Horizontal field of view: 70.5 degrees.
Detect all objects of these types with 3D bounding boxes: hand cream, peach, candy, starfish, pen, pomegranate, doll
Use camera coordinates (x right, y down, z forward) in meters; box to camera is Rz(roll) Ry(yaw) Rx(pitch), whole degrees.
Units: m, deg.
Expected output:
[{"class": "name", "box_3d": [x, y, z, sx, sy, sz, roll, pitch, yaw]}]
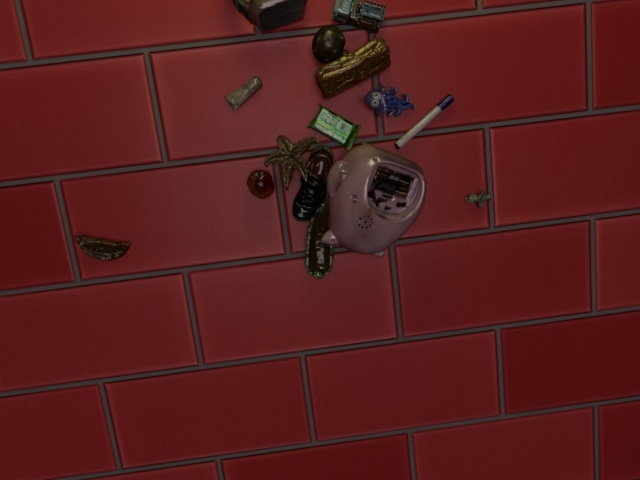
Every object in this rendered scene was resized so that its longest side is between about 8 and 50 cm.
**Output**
[{"class": "hand cream", "box_3d": [-0.273, -0.532, 1.618, 0.143, 0.039, 0.061, -37, 102, 8]}, {"class": "peach", "box_3d": [-0.217, -0.203, 1.649, 0.101, 0.101, 0.101, 0, 99, -3]}, {"class": "candy", "box_3d": [0.051, -0.414, 1.656, 0.178, 0.032, 0.102, 27, 101, -8]}, {"class": "starfish", "box_3d": [-0.099, -0.295, 1.602, 0.240, 0.043, 0.227, -25, 71, 30]}, {"class": "pen", "box_3d": [0.381, -0.435, 1.669, 0.269, 0.033, 0.033, -42, 99, 4]}, {"class": "pomegranate", "box_3d": [0.034, -0.675, 1.565, 0.130, 0.130, 0.130, 0, 99, -3]}, {"class": "doll", "box_3d": [0.248, -0.502, 1.637, 0.206, 0.067, 0.110, 3, 108, -14]}]

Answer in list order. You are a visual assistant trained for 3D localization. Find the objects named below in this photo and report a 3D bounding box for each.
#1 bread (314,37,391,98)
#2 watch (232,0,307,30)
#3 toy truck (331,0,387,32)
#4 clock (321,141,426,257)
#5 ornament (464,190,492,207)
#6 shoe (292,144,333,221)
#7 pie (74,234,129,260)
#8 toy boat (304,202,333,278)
[{"class": "bread", "box_3d": [0.114, -0.600, 1.584, 0.271, 0.139, 0.077, -28, 70, 4]}, {"class": "watch", "box_3d": [-0.189, -0.860, 1.524, 0.253, 0.162, 0.241, -20, 87, -2]}, {"class": "toy truck", "box_3d": [0.131, -0.787, 1.556, 0.177, 0.115, 0.080, 13, 99, -4]}, {"class": "clock", "box_3d": [0.186, -0.128, 1.575, 0.368, 0.250, 0.377, 15, 104, -22]}, {"class": "ornament", "box_3d": [0.605, -0.159, 1.723, 0.092, 0.041, 0.068, 15, 121, -17]}, {"class": "shoe", "box_3d": [-0.020, -0.200, 1.634, 0.114, 0.137, 0.291, 16, 99, -5]}, {"class": "pie", "box_3d": [-0.811, 0.031, 1.683, 0.191, 0.033, 0.088, 9, 107, -10]}, {"class": "toy boat", "box_3d": [-0.001, -0.006, 1.691, 0.108, 0.099, 0.293, 2, 107, -5]}]
